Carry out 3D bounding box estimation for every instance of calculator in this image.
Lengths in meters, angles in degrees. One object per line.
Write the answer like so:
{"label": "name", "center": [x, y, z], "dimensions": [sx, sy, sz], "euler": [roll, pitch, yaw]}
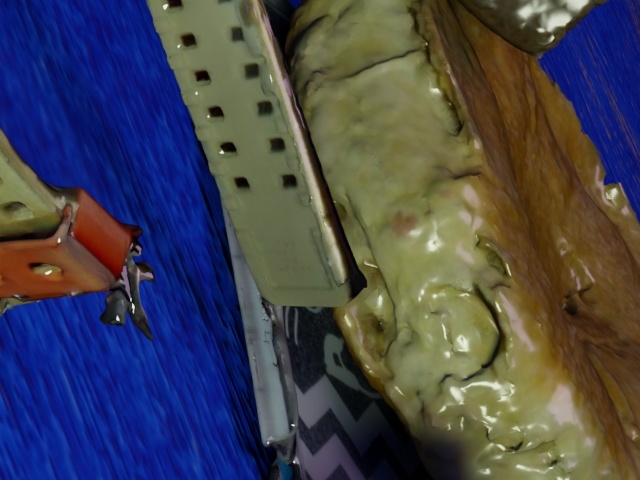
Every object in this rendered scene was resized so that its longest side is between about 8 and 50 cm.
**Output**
{"label": "calculator", "center": [-0.001, 0.000, 0.729], "dimensions": [0.165, 0.028, 0.274], "euler": [37, 34, -51]}

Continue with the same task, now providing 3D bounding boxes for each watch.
{"label": "watch", "center": [-0.071, -0.054, 0.506], "dimensions": [0.165, 0.102, 0.268], "euler": [-57, 131, -50]}

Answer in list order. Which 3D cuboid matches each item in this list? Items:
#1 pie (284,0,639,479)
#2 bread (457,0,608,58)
{"label": "pie", "center": [0.092, 0.010, 0.782], "dimensions": [0.339, 0.083, 0.339], "euler": [46, 28, -33]}
{"label": "bread", "center": [-0.001, -0.264, 0.719], "dimensions": [0.416, 0.113, 0.165], "euler": [48, 22, -9]}
